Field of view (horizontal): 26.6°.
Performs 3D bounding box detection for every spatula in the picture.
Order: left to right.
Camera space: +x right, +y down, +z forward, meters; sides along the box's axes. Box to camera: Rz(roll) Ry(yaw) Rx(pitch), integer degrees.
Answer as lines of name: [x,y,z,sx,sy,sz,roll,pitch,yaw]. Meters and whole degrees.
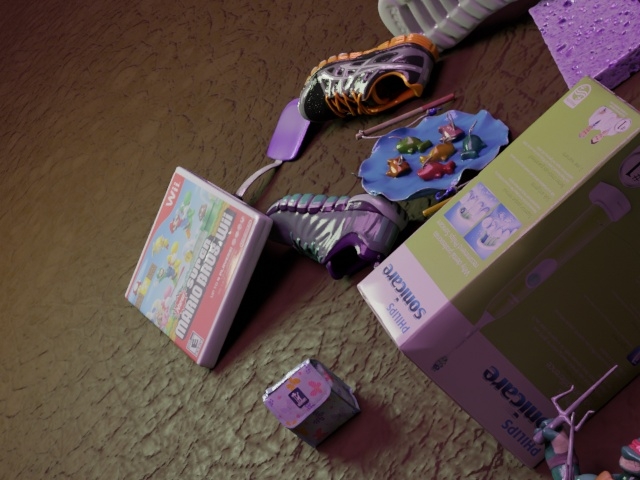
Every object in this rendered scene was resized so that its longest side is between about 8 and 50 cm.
spatula: [-0.097,-0.075,1.881,0.296,0.030,0.084,-55,31,-14]

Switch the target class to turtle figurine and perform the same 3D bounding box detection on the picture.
turtle figurine: [0.207,0.222,1.077,0.234,0.118,0.175,-59,-2,5]

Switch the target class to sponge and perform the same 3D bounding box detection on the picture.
sponge: [0.319,-0.247,1.572,0.117,0.031,0.210,-36,32,17]

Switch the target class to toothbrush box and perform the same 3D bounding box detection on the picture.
toothbrush box: [0.212,0.031,1.209,0.283,0.206,0.122,-44,31,5]

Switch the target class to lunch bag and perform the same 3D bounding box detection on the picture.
lunch bag: [-0.012,0.170,1.440,0.071,0.083,0.053,-39,31,11]

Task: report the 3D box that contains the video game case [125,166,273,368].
video game case: [-0.167,0.028,1.789,0.285,0.025,0.204,30,99,59]

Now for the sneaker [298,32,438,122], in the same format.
sneaker: [0.056,-0.202,1.795,0.215,0.084,0.083,-23,43,33]

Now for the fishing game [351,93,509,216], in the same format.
fishing game: [0.127,-0.110,1.587,0.189,0.041,0.264,-23,28,-1]

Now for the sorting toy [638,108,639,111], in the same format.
sorting toy: [0.387,-0.223,1.368,0.274,0.046,0.132,-52,-12,-13]

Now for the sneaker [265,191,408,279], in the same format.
sneaker: [0.000,0.000,1.630,0.224,0.083,0.098,-7,54,46]

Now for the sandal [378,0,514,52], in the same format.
sandal: [0.218,-0.372,1.671,0.416,0.169,0.102,-25,25,49]
